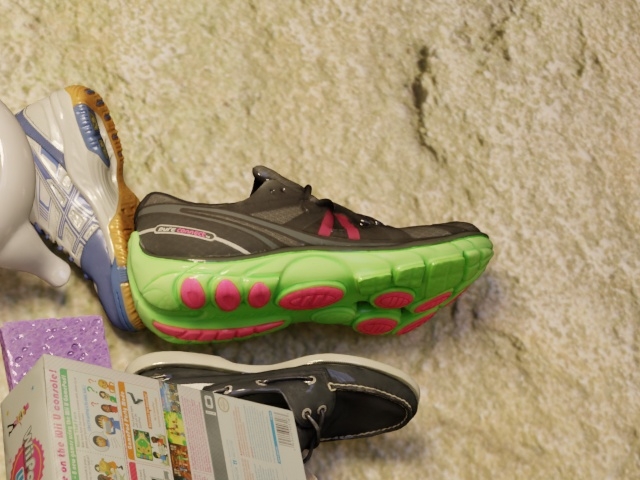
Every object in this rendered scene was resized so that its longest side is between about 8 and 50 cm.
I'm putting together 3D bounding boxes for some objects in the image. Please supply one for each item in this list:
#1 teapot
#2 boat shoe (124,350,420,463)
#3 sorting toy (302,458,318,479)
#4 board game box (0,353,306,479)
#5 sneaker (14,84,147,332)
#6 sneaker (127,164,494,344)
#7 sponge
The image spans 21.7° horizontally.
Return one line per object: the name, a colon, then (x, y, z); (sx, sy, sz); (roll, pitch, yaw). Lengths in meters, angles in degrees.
teapot: (-0.427, -0.065, 1.862); (0.253, 0.187, 0.256); (-8, 82, 6)
boat shoe: (-0.051, 0.199, 1.871); (0.340, 0.127, 0.113); (8, 41, -13)
sorting toy: (-0.047, 0.269, 1.905); (0.083, 0.045, 0.075); (1, 53, -12)
board game box: (-0.155, 0.256, 1.658); (0.303, 0.097, 0.224); (19, 41, -33)
sneaker: (-0.279, -0.026, 1.948); (0.131, 0.112, 0.296); (-19, 83, 13)
sneaker: (0.000, 0.000, 1.961); (0.483, 0.185, 0.202); (1, 56, -33)
sponge: (-0.284, 0.186, 1.866); (0.117, 0.031, 0.210); (-5, 65, -22)
